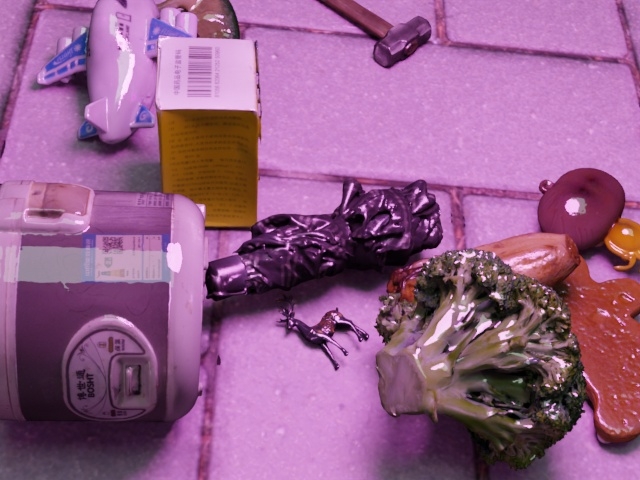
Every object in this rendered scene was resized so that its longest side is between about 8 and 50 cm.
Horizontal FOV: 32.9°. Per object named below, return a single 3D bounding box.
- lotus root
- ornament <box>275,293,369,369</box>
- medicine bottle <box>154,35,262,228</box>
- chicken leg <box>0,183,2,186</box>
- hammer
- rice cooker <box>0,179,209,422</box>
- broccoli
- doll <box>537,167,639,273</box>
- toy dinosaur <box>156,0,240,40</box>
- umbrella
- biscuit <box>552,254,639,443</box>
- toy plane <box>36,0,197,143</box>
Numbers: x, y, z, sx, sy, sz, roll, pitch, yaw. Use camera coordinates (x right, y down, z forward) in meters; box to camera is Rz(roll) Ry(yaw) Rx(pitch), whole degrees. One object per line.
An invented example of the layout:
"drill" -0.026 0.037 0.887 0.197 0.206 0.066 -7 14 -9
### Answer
"lotus root" 0.215 0.055 1.424 0.258 0.097 0.110 -15 25 10
"ornament" -0.004 0.108 1.421 0.125 0.028 0.073 34 55 17
"medicine bottle" -0.152 -0.141 1.460 0.141 0.250 0.137 1 52 -5
"chicken leg" -0.433 -0.033 1.461 0.205 0.053 0.093 -19 79 -14
"hammer" 0.020 -0.419 1.847 0.365 0.043 0.111 38 56 23
"rice cooker" -0.269 0.072 1.247 0.277 0.288 0.288 3 51 -8
"broccoli" 0.183 0.143 1.278 0.241 0.261 0.269 -7 84 -39
"doll" 0.390 -0.021 1.546 0.145 0.096 0.188 -22 67 -17
"toy dinosaur" -0.136 -0.370 1.766 0.300 0.087 0.447 -22 59 -31
"umbrella" -0.003 -0.005 1.444 0.336 0.128 0.154 -13 17 -13
"biscuit" 0.363 0.122 1.448 0.196 0.049 0.301 -22 58 -23
"toy plane" -0.297 -0.264 1.602 0.266 0.122 0.267 -9 64 19
